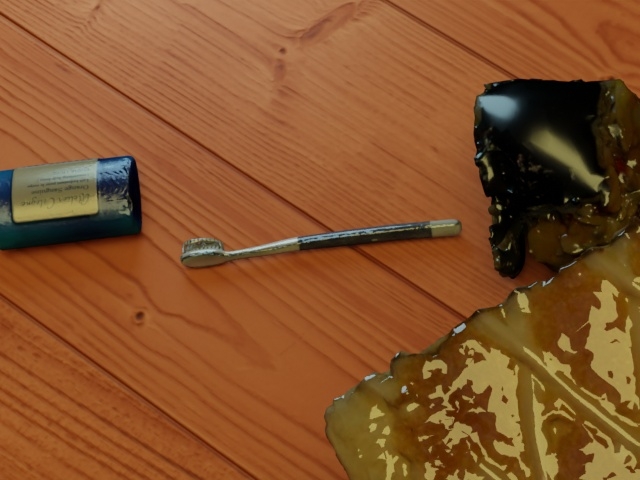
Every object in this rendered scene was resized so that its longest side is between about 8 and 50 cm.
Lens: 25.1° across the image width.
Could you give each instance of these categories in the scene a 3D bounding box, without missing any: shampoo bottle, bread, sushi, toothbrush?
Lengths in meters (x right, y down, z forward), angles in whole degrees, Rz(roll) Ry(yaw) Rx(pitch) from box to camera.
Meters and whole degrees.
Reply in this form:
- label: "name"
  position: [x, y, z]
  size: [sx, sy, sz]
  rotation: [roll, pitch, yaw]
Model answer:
- label: "shampoo bottle"
  position: [-0.279, -0.038, 1.486]
  size: [0.183, 0.050, 0.087]
  rotation: [-7, 73, 3]
- label: "bread"
  position: [0.257, 0.220, 1.186]
  size: [0.371, 0.279, 0.390]
  rotation: [-31, 77, 5]
- label: "sushi"
  position: [0.259, -0.058, 1.382]
  size: [0.204, 0.213, 0.200]
  rotation: [-1, 92, 19]
- label: "toothbrush"
  position: [0.000, 0.000, 1.463]
  size: [0.288, 0.024, 0.026]
  rotation: [-6, 56, 4]
